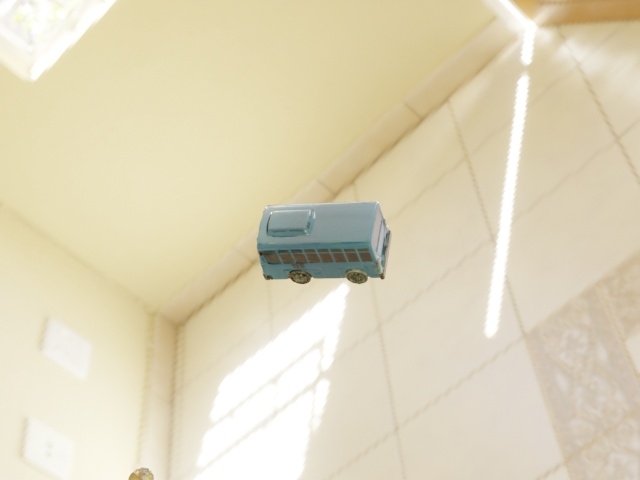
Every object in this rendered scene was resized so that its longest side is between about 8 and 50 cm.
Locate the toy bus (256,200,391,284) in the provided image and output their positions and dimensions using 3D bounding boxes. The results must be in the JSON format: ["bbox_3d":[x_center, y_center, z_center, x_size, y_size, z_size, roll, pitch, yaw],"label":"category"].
[{"bbox_3d":[0.000,0.000,1.735,0.185,0.106,0.090,-2,54,17],"label":"toy bus"}]

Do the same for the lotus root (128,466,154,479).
[{"bbox_3d":[-0.300,0.489,2.041,0.138,0.138,0.214,-28,66,38],"label":"lotus root"}]
